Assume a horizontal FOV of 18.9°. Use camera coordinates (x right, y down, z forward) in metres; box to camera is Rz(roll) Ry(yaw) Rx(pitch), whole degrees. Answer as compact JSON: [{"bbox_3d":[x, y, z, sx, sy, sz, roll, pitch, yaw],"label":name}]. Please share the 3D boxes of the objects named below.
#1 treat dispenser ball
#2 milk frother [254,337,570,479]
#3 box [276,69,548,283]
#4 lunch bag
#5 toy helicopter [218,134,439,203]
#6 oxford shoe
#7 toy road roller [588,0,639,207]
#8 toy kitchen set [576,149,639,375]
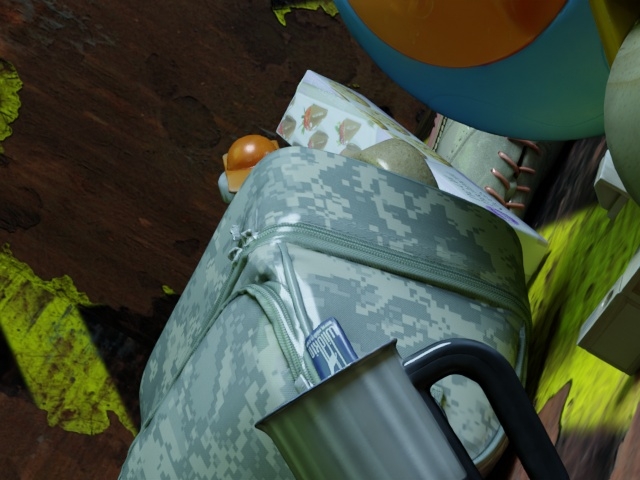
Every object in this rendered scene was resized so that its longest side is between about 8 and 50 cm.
[{"bbox_3d":[0.139,-0.204,1.159,0.288,0.288,0.288,-60,3,5],"label":"treat dispenser ball"},{"bbox_3d":[0.047,0.124,0.996,0.129,0.135,0.143,-28,-6,-20],"label":"milk frother"},{"bbox_3d":[0.064,-0.046,1.518,0.063,0.067,0.324,-62,33,11],"label":"box"},{"bbox_3d":[0.000,0.128,1.238,0.256,0.212,0.305,-90,24,-49],"label":"lunch bag"},{"bbox_3d":[0.000,0.000,1.451,0.140,0.235,0.355,-19,-11,-26],"label":"toy helicopter"},{"bbox_3d":[0.148,-0.054,1.567,0.348,0.123,0.130,-58,29,20],"label":"oxford shoe"},{"bbox_3d":[0.207,-0.170,0.726,0.202,0.240,0.330,-95,-10,-89],"label":"toy road roller"},{"bbox_3d":[0.155,0.005,0.983,0.075,0.068,0.083,-58,3,36],"label":"toy kitchen set"}]
